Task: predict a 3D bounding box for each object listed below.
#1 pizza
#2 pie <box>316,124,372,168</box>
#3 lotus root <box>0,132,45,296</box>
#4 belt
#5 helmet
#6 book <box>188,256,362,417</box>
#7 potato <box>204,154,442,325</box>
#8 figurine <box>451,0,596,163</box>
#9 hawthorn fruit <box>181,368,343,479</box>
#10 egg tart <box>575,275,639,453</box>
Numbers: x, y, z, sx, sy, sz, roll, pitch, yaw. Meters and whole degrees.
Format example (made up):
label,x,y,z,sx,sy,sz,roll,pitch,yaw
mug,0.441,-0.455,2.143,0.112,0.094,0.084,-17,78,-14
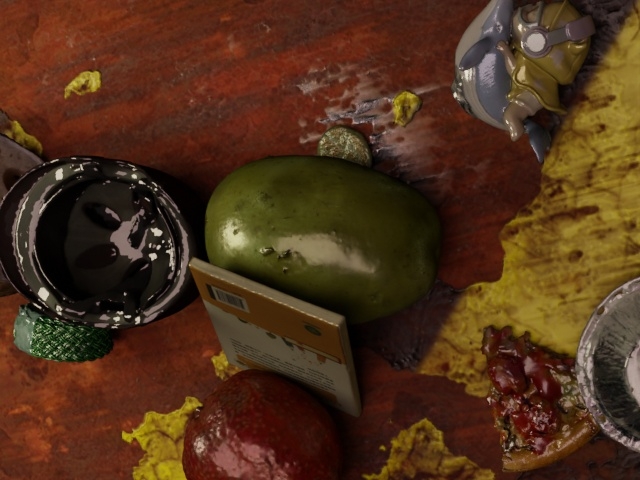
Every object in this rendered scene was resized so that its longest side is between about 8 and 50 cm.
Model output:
label,x,y,z,sx,sy,sz,roll,pitch,yaw
pizza,0.262,0.196,1.519,0.193,0.053,0.201,42,111,10
pie,0.030,-0.112,1.578,0.085,0.017,0.085,5,101,23
lotus root,-0.514,-0.017,1.695,0.192,0.272,0.272,-35,85,36
belt,-0.368,0.119,1.717,0.151,0.121,0.079,8,104,25
helmet,-0.272,-0.001,1.630,0.305,0.177,0.225,14,99,23
book,-0.051,0.131,1.533,0.208,0.295,0.020,21,65,17
potato,0.001,-0.002,1.511,0.304,0.216,0.216,6,101,10
figurine,0.246,-0.201,1.427,0.184,0.128,0.208,-17,100,20
hawthorn fruit,-0.059,0.294,1.590,0.253,0.205,0.205,35,109,5
egg tart,0.421,0.151,1.414,0.234,0.094,0.234,1,96,10
